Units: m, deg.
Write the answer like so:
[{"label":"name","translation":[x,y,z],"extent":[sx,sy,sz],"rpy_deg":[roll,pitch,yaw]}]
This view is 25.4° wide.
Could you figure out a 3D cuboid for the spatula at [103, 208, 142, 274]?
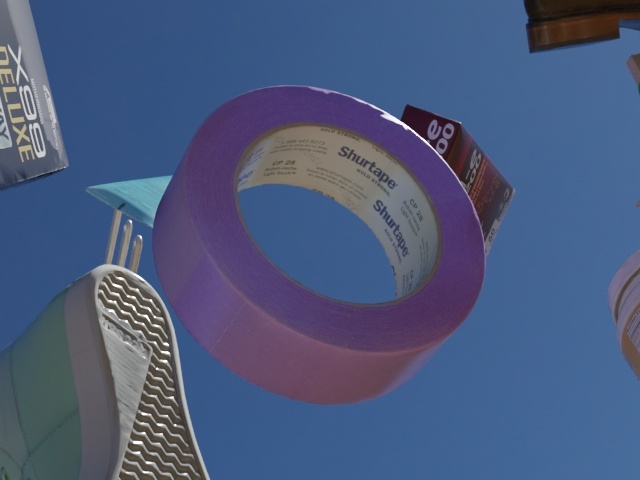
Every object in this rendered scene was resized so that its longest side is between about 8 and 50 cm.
[{"label":"spatula","translation":[-0.242,0.072,1.627],"extent":[0.019,0.168,0.242],"rpy_deg":[4,-63,-19]}]

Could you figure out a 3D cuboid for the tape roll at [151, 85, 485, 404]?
[{"label":"tape roll","translation":[0.000,0.000,1.216],"extent":[0.275,0.274,0.090],"rpy_deg":[-5,-31,-31]}]

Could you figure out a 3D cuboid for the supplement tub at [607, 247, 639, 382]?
[{"label":"supplement tub","translation":[0.352,0.099,1.263],"extent":[0.144,0.199,0.144],"rpy_deg":[-10,-49,-12]}]

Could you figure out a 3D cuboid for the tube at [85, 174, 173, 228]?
[{"label":"tube","translation":[-0.149,-0.039,1.411],"extent":[0.207,0.080,0.052],"rpy_deg":[-13,-55,-69]}]

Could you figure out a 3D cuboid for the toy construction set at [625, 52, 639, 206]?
[{"label":"toy construction set","translation":[0.372,-0.136,1.296],"extent":[0.309,0.257,0.237],"rpy_deg":[-42,-3,-28]}]

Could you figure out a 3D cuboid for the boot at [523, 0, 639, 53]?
[{"label":"boot","translation":[0.257,-0.217,1.126],"extent":[0.219,0.082,0.106],"rpy_deg":[-13,-84,-22]}]

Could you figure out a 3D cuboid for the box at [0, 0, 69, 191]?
[{"label":"box","translation":[-0.292,-0.185,1.098],"extent":[0.077,0.307,0.242],"rpy_deg":[-12,5,6]}]

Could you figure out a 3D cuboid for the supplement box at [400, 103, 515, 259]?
[{"label":"supplement box","translation":[0.135,-0.045,1.584],"extent":[0.130,0.073,0.239],"rpy_deg":[-66,-27,-6]}]

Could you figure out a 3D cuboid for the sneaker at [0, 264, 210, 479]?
[{"label":"sneaker","translation":[-0.135,0.155,0.768],"extent":[0.151,0.255,0.094],"rpy_deg":[-36,-42,31]}]
